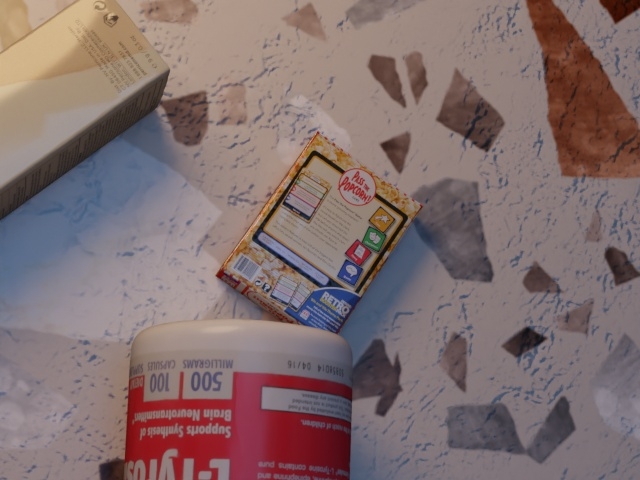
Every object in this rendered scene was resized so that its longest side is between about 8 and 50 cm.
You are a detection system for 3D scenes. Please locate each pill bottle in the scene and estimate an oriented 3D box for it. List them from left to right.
[{"bbox_3d":[-0.085,0.294,1.721,0.229,0.229,0.407,4,77,-12],"label":"pill bottle"}]

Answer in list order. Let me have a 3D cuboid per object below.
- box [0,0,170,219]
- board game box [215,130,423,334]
[{"bbox_3d":[-0.319,-0.116,1.801,0.311,0.148,0.121,-37,87,-18],"label":"box"},{"bbox_3d":[0.000,0.000,1.897,0.147,0.045,0.193,36,73,-3],"label":"board game box"}]
